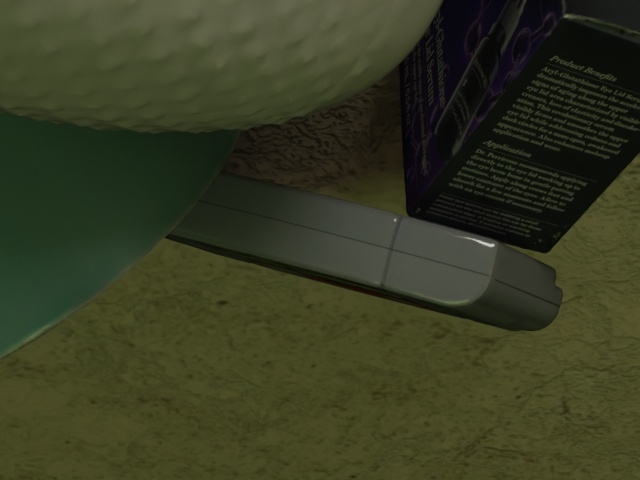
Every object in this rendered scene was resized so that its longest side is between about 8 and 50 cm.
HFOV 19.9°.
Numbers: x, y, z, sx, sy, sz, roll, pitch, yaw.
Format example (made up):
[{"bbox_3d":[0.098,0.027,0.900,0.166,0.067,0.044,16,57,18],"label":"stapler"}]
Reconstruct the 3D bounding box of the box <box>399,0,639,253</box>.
[{"bbox_3d":[0.142,-0.116,1.142,0.108,0.153,0.207,15,139,-19],"label":"box"}]

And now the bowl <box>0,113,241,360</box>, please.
[{"bbox_3d":[-0.217,-0.068,1.116,0.311,0.311,0.163,-23,117,26],"label":"bowl"}]

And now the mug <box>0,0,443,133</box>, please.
[{"bbox_3d":[-0.066,-0.197,0.881,0.328,0.276,0.374,13,161,-41],"label":"mug"}]

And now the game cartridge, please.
[{"bbox_3d":[0.000,0.000,1.228,0.294,0.060,0.196,14,173,25],"label":"game cartridge"}]
